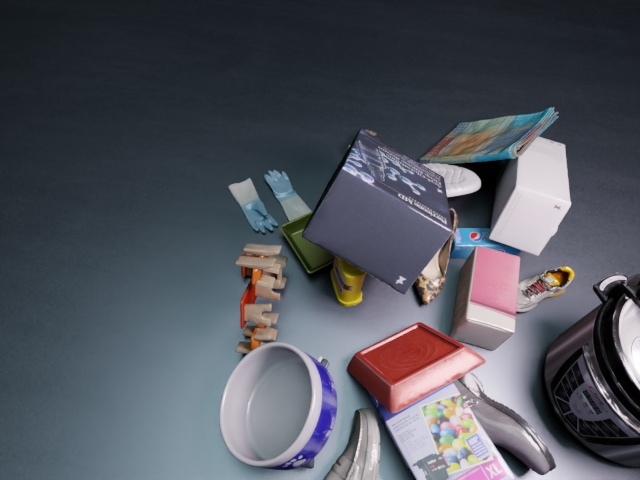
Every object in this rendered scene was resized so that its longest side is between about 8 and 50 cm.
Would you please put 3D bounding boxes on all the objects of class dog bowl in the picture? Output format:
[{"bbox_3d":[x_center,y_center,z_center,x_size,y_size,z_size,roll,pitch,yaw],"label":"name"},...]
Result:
[{"bbox_3d":[-0.097,0.375,1.045,0.264,0.104,0.265,-19,52,26],"label":"dog bowl"}]

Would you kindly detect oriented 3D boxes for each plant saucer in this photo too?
[{"bbox_3d":[0.216,0.286,1.118,0.259,0.258,0.048,-23,104,-15],"label":"plant saucer"},{"bbox_3d":[0.000,0.000,1.392,0.188,0.045,0.188,-25,62,-18],"label":"plant saucer"}]

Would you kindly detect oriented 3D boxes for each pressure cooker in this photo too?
[{"bbox_3d":[0.753,0.287,1.025,0.369,0.420,0.376,19,59,8],"label":"pressure cooker"}]

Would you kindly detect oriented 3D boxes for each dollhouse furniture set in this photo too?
[{"bbox_3d":[-0.173,0.126,1.202,0.135,0.262,0.259,6,24,3],"label":"dollhouse furniture set"}]

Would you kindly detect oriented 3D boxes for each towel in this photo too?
[{"bbox_3d":[0.533,-0.333,1.495,0.271,0.040,0.370,-41,26,-25],"label":"towel"}]

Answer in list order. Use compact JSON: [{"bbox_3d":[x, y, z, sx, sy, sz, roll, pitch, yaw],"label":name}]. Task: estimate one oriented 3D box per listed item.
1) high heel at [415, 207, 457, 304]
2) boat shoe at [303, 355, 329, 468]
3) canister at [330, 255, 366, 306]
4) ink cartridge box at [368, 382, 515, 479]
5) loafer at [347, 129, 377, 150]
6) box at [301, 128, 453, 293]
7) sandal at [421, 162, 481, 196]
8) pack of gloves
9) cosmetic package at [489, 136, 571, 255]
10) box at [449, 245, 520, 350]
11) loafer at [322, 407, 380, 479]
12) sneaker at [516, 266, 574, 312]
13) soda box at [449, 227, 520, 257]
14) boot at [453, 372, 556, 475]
[{"bbox_3d":[0.329,0.039,1.298,0.093,0.186,0.261,15,58,7],"label":"high heel"},{"bbox_3d":[-0.014,0.409,1.104,0.079,0.095,0.255,14,60,8],"label":"boat shoe"},{"bbox_3d":[0.077,0.090,1.265,0.073,0.170,0.126,-11,58,-9],"label":"canister"},{"bbox_3d":[0.258,0.429,1.031,0.185,0.065,0.311,-27,57,-7],"label":"ink cartridge box"},{"bbox_3d":[0.138,-0.344,1.613,0.050,0.056,0.148,38,54,20],"label":"loafer"},{"bbox_3d":[0.159,-0.097,1.221,0.293,0.212,0.395,30,28,-4],"label":"box"},{"bbox_3d":[0.299,-0.165,1.486,0.416,0.102,0.169,-2,42,11],"label":"sandal"},{"bbox_3d":[-0.163,-0.139,1.473,0.195,0.046,0.232,-26,63,-16],"label":"pack of gloves"},{"bbox_3d":[0.627,-0.152,1.375,0.155,0.197,0.365,21,41,10],"label":"cosmetic package"},{"bbox_3d":[0.450,0.157,1.252,0.126,0.149,0.232,16,59,6],"label":"box"},{"bbox_3d":[0.063,0.533,1.020,0.111,0.112,0.320,15,58,-3],"label":"loafer"},{"bbox_3d":[0.623,0.130,1.310,0.225,0.093,0.088,-23,62,-15],"label":"sneaker"},{"bbox_3d":[0.496,0.009,1.393,0.210,0.071,0.067,1,56,-2],"label":"soda box"},{"bbox_3d":[0.351,0.467,1.088,0.222,0.118,0.338,-37,56,-18],"label":"boot"}]
